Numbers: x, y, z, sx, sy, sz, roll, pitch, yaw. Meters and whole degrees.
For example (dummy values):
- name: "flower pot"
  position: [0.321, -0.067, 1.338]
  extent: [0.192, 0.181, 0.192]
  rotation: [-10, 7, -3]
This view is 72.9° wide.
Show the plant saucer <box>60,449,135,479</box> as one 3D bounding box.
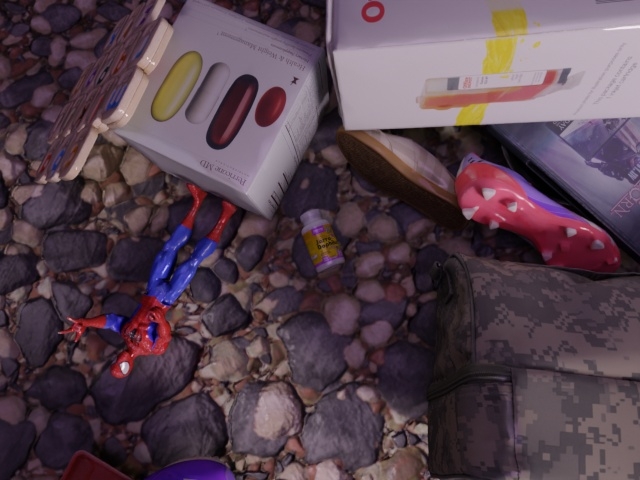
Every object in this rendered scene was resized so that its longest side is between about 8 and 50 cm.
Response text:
- name: "plant saucer"
  position: [-0.256, 0.442, 0.555]
  extent: [0.258, 0.048, 0.259]
  rotation: [25, 84, 9]

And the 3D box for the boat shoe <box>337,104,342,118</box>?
- name: "boat shoe"
  position: [0.086, -0.246, 0.627]
  extent: [0.063, 0.059, 0.170]
  rotation: [39, 86, 10]

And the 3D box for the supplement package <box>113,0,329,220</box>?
- name: "supplement package"
  position: [-0.118, -0.169, 0.586]
  extent: [0.194, 0.149, 0.203]
  rotation: [25, 83, 8]

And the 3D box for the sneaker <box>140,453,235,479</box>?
- name: "sneaker"
  position: [-0.235, 0.338, 0.471]
  extent: [0.293, 0.146, 0.102]
  rotation: [-22, 80, 1]

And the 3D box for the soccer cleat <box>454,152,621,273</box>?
- name: "soccer cleat"
  position: [0.280, -0.030, 0.555]
  extent: [0.247, 0.083, 0.095]
  rotation: [25, 47, -12]

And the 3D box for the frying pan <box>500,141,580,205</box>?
- name: "frying pan"
  position: [0.340, -0.204, 0.604]
  extent: [0.197, 0.053, 0.327]
  rotation: [-2, 79, 3]

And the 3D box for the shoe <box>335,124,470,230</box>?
- name: "shoe"
  position: [0.118, -0.097, 0.600]
  extent: [0.219, 0.077, 0.058]
  rotation: [36, 66, 2]

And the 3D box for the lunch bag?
- name: "lunch bag"
  position: [0.276, 0.143, 0.477]
  extent: [0.304, 0.213, 0.256]
  rotation: [6, 65, 3]

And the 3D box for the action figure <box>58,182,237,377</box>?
- name: "action figure"
  position: [-0.220, 0.056, 0.571]
  extent: [0.091, 0.139, 0.281]
  rotation: [25, 86, 9]

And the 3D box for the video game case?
- name: "video game case"
  position: [0.382, -0.125, 0.558]
  extent: [0.196, 0.026, 0.274]
  rotation: [-45, 82, -3]

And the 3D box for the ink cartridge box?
- name: "ink cartridge box"
  position: [0.207, -0.294, 0.509]
  extent: [0.383, 0.160, 0.280]
  rotation: [-1, 71, 8]

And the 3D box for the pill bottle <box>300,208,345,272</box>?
- name: "pill bottle"
  position: [0.000, 0.000, 0.603]
  extent: [0.043, 0.043, 0.084]
  rotation: [-23, 80, 1]

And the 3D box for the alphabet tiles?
- name: "alphabet tiles"
  position: [-0.292, -0.200, 0.581]
  extent: [0.283, 0.021, 0.278]
  rotation: [4, 70, 44]
